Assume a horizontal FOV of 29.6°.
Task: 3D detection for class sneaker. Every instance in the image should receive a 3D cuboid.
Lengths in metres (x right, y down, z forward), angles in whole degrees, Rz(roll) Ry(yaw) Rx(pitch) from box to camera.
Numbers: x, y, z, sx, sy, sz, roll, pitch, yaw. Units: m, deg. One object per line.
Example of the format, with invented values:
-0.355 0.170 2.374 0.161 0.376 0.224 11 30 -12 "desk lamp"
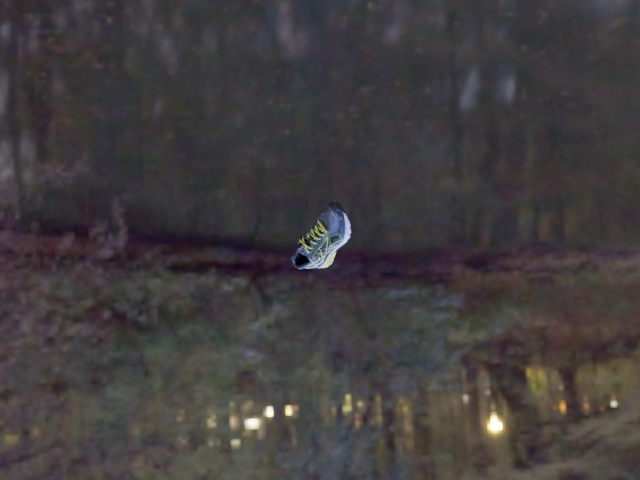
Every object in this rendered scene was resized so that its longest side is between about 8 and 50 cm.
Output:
0.000 0.000 1.039 0.035 0.031 0.083 -18 148 -31 "sneaker"
